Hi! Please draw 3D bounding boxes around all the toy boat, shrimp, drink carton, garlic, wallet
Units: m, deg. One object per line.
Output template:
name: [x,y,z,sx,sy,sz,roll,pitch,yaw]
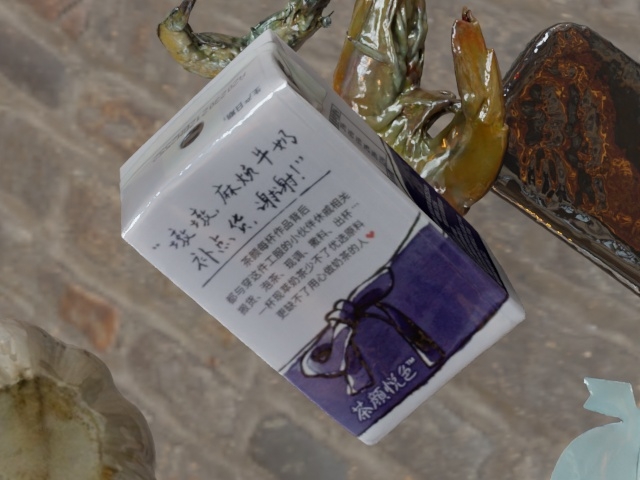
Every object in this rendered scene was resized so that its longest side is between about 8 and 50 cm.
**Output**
toy boat: [0.247,0.257,1.315,0.220,0.067,0.291,26,126,49]
shrimp: [0.067,-0.126,1.054,0.150,0.068,0.249,4,103,33]
drink carton: [-0.001,0.000,0.901,0.134,0.222,0.102,-41,26,14]
garlic: [-0.224,0.176,0.984,0.212,0.218,0.219,-50,61,39]
wallet: [0.271,-0.040,1.211,0.309,0.042,0.165,36,83,2]
shrimp: [-0.082,-0.220,1.536,0.217,0.150,0.051,-27,54,48]
